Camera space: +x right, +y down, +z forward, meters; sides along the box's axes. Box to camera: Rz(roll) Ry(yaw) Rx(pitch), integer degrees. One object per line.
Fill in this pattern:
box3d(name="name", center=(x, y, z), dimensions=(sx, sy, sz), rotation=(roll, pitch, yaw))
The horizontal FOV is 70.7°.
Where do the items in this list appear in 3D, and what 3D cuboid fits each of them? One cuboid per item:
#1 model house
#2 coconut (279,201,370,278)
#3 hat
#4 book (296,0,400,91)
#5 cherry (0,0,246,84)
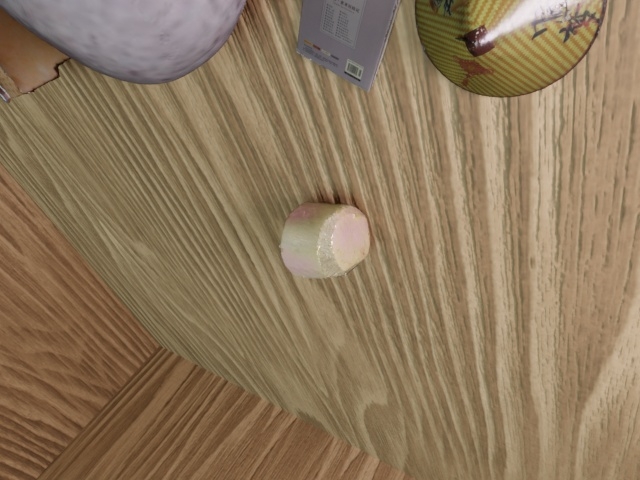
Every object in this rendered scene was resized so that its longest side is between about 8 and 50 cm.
box3d(name="model house", center=(-0.611, -0.392, 0.918), dimensions=(0.172, 0.183, 0.166), rotation=(1, 131, 44))
box3d(name="coconut", center=(0.000, 0.000, 0.836), dimensions=(0.153, 0.147, 0.147), rotation=(3, 134, 40))
box3d(name="hat", center=(0.169, -0.214, 0.452), dimensions=(0.193, 0.082, 0.193), rotation=(25, 144, 20))
box3d(name="book", center=(0.032, -0.287, 0.561), dimensions=(0.127, 0.014, 0.181), rotation=(32, 148, 10))
box3d(name="cherry", center=(-0.224, -0.338, 0.529), dimensions=(0.327, 0.291, 0.335), rotation=(9, 157, 24))
